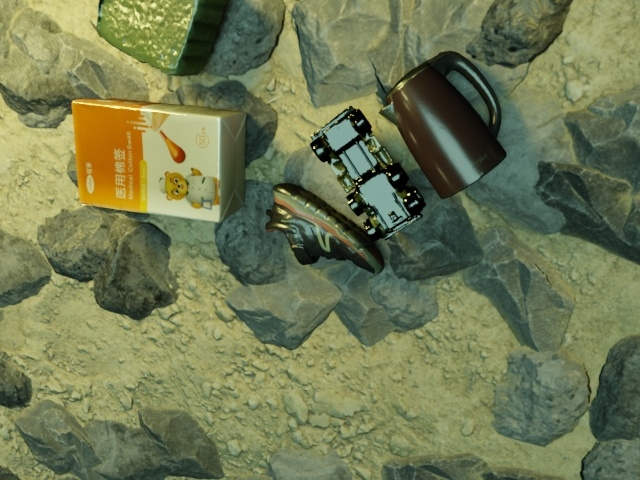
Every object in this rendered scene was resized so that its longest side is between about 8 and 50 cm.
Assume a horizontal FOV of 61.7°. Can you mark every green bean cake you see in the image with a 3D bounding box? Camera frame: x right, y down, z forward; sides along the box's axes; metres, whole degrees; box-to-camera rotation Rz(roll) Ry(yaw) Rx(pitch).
[{"bbox_3d":[-0.317,-0.462,1.064,0.227,0.125,0.222,29,115,5],"label":"green bean cake"}]

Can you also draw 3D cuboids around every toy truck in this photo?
[{"bbox_3d":[0.096,-0.134,1.068,0.127,0.127,0.257,-34,96,15],"label":"toy truck"}]

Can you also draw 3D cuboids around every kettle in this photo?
[{"bbox_3d":[0.240,-0.225,0.999,0.202,0.144,0.232,-35,94,2],"label":"kettle"}]

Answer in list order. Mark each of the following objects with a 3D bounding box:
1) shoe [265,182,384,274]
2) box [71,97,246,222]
[{"bbox_3d":[0.000,0.000,1.139,0.291,0.114,0.137,34,107,4],"label":"shoe"},{"bbox_3d":[-0.344,-0.179,1.152,0.341,0.143,0.225,8,109,10],"label":"box"}]
